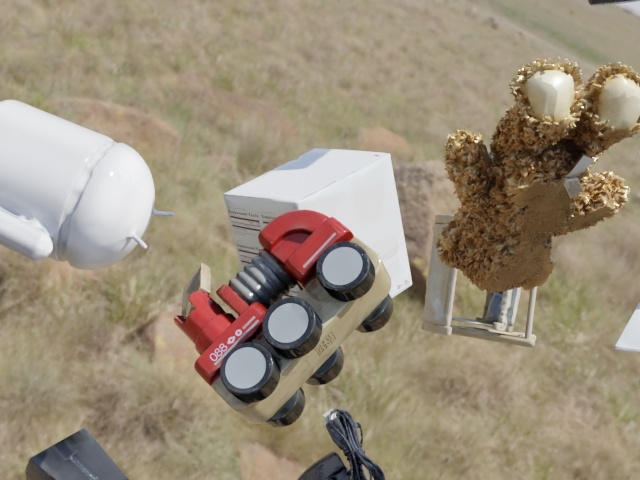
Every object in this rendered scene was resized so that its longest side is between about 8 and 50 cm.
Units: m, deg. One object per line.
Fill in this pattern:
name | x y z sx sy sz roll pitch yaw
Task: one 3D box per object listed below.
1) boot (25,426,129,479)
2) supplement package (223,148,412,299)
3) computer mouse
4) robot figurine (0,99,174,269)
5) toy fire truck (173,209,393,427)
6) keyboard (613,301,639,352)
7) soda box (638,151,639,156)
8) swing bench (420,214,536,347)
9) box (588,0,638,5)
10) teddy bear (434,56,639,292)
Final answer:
boot | -0.251 0.523 1.321 0.445 0.367 0.146 36 32 21
supplement package | 0.000 0.000 1.341 0.149 0.203 0.194 9 29 43
computer mouse | -0.004 0.441 1.674 0.072 0.272 0.188 10 33 -35
robot figurine | -0.399 -0.081 1.435 0.353 0.200 0.300 22 40 2
toy fire truck | -0.068 0.057 1.067 0.246 0.217 0.158 39 -9 30
keyboard | 0.482 0.101 1.361 0.072 0.014 0.256 -1 19 32
soda box | 0.536 -0.049 1.347 0.216 0.069 0.074 48 25 -17
swing bench | 0.345 0.082 2.056 0.254 0.253 0.165 7 -1 14
box | 0.503 -0.520 1.599 0.108 0.207 0.153 -7 62 -4
teddy bear | 0.255 -0.083 1.146 0.245 0.338 0.113 -13 50 -8
